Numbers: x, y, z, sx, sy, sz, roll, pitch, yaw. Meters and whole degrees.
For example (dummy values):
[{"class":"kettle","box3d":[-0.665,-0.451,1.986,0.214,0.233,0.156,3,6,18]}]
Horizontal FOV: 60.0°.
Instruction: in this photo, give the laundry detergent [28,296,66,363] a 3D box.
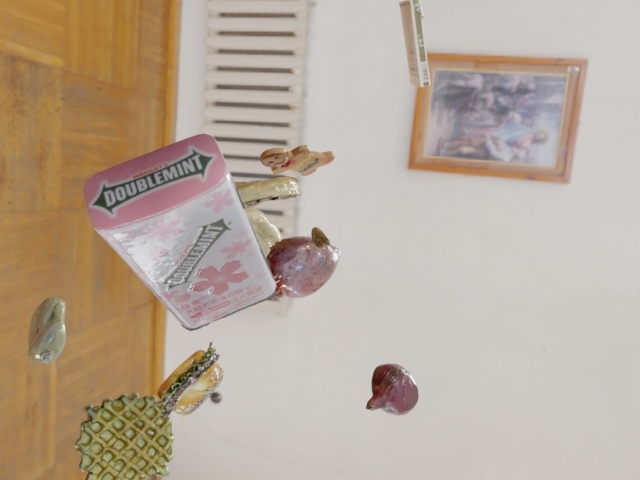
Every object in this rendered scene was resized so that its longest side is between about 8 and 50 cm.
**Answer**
[{"class":"laundry detergent","box3d":[-0.919,0.318,1.873,0.181,0.091,0.253,-51,-142,12]}]

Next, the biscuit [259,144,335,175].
[{"class":"biscuit","box3d":[-0.081,-0.242,1.714,0.250,0.165,0.036,2,67,-47]}]

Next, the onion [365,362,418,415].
[{"class":"onion","box3d":[0.258,0.564,2.043,0.218,0.140,0.195,-21,99,-38]}]

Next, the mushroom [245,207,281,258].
[{"class":"mushroom","box3d":[-0.278,0.005,2.109,0.234,0.260,0.254,-105,-171,-58]}]

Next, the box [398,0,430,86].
[{"class":"box","box3d":[0.226,-0.471,1.325,0.109,0.029,0.198,-105,-177,-69]}]

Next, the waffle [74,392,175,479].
[{"class":"waffle","box3d":[-0.462,0.467,1.316,0.054,0.223,0.204,152,-65,-65]}]

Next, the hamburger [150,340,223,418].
[{"class":"hamburger","box3d":[-0.280,0.314,1.210,0.164,0.093,0.189,-43,177,-43]}]

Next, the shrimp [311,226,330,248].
[{"class":"shrimp","box3d":[0.000,0.000,1.579,0.108,0.023,0.059,-133,-137,-52]}]

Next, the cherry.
[{"class":"cherry","box3d":[-0.052,0.071,1.705,0.192,0.249,0.175,-118,-165,-47]}]

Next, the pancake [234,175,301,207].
[{"class":"pancake","box3d":[-0.238,-0.113,1.514,0.387,0.387,0.082,-27,104,-77]}]

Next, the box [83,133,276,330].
[{"class":"box","box3d":[-0.191,0.013,0.862,0.370,0.190,0.112,75,-8,-59]}]
